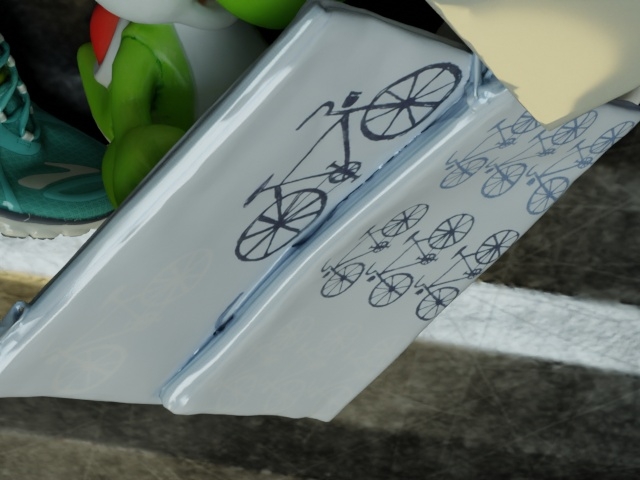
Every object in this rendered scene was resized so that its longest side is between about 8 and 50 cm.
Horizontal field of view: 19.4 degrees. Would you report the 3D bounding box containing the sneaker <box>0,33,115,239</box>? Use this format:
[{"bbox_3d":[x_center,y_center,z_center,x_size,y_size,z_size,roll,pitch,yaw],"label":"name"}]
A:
[{"bbox_3d":[-0.231,-0.093,1.179,0.275,0.107,0.110,31,122,-24],"label":"sneaker"}]

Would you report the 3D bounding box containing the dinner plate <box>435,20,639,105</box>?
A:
[{"bbox_3d":[0.137,-0.103,1.181,0.141,0.017,0.141,4,136,4],"label":"dinner plate"}]

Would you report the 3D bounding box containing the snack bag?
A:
[{"bbox_3d":[0.000,0.000,1.095,0.323,0.037,0.342,-44,151,22],"label":"snack bag"}]

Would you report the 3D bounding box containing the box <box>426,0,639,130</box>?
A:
[{"bbox_3d":[0.209,-0.193,0.945,0.311,0.148,0.121,-26,118,41],"label":"box"}]

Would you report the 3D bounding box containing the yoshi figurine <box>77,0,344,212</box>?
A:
[{"bbox_3d":[-0.044,-0.107,1.085,0.203,0.203,0.362,-9,134,-3],"label":"yoshi figurine"}]
